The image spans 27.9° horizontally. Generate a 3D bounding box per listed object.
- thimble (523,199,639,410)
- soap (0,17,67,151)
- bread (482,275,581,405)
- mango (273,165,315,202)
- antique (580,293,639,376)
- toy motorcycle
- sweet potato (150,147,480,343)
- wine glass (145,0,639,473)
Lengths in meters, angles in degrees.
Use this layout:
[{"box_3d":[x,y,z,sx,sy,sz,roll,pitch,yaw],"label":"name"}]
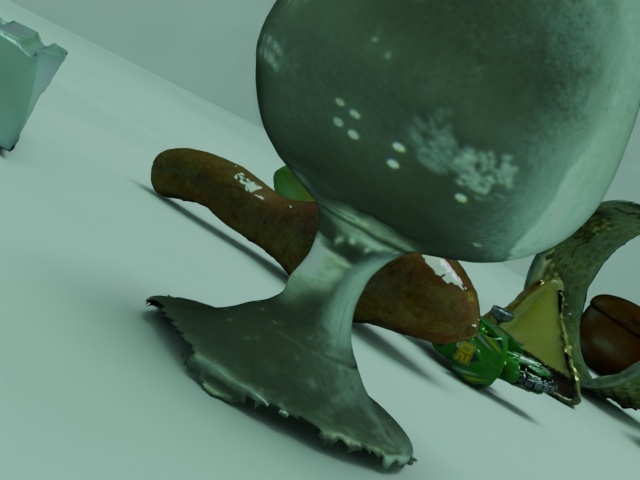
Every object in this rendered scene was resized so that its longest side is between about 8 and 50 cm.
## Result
[{"box_3d":[0.412,0.084,1.723,0.150,0.271,0.271,21,10,-39],"label":"thimble"},{"box_3d":[-0.299,-0.152,1.100,0.145,0.091,0.230,26,7,-12],"label":"soap"},{"box_3d":[0.274,0.125,1.546,0.152,0.127,0.147,47,7,3],"label":"bread"},{"box_3d":[0.054,-0.042,1.780,0.251,0.114,0.156,28,13,-25],"label":"mango"},{"box_3d":[0.534,0.183,2.147,0.223,0.129,0.278,32,6,22],"label":"antique"},{"box_3d":[0.147,0.101,1.271,0.106,0.074,0.190,14,14,-38],"label":"toy motorcycle"},{"box_3d":[0.000,0.000,1.226,0.385,0.109,0.109,27,3,33],"label":"sweet potato"},{"box_3d":[0.049,-0.048,0.771,0.238,0.323,0.238,32,5,-3],"label":"wine glass"}]
